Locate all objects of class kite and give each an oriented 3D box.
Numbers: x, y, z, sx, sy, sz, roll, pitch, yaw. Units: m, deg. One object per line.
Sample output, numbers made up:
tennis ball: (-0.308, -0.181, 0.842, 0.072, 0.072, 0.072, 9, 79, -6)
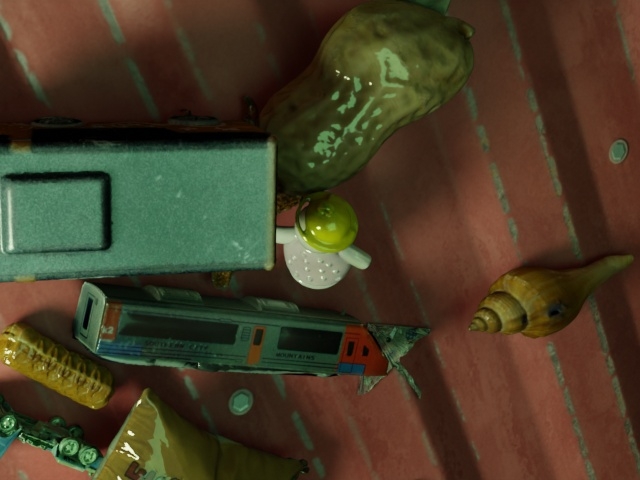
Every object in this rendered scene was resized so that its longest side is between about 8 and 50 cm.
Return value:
kite: (0.101, 0.166, 1.625, 0.139, 0.011, 0.156, -42, 120, -9)

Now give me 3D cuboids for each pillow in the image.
pillow: (-0.189, 0.357, 1.444, 0.312, 0.119, 0.310, 34, 90, -42)

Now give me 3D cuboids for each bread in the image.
bread: (-0.301, 0.145, 1.362, 0.157, 0.044, 0.052, 36, 80, -34)

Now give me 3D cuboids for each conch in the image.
conch: (0.338, 0.079, 1.685, 0.330, 0.093, 0.109, -15, 105, -27)

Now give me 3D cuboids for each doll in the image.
doll: (0.000, 0.000, 1.411, 0.129, 0.207, 0.081, 18, 69, 4)

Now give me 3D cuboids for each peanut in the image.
peanut: (0.044, -0.181, 1.383, 0.291, 0.143, 0.159, -39, 118, -7)

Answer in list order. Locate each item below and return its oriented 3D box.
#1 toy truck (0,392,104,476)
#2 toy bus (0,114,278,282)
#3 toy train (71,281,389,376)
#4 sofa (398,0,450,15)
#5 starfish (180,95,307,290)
toy truck: (-0.335, 0.238, 1.364, 0.175, 0.067, 0.081, 31, 94, -37)
toy bus: (-0.210, -0.047, 1.250, 0.324, 0.194, 0.161, -2, 103, -18)
toy train: (-0.092, 0.110, 1.448, 0.409, 0.086, 0.089, 8, 99, -32)
sofa: (0.127, -0.388, 1.368, 0.210, 0.176, 0.225, 23, 92, -34)
starfish: (-0.100, -0.057, 1.421, 0.241, 0.043, 0.227, -18, 115, -30)
